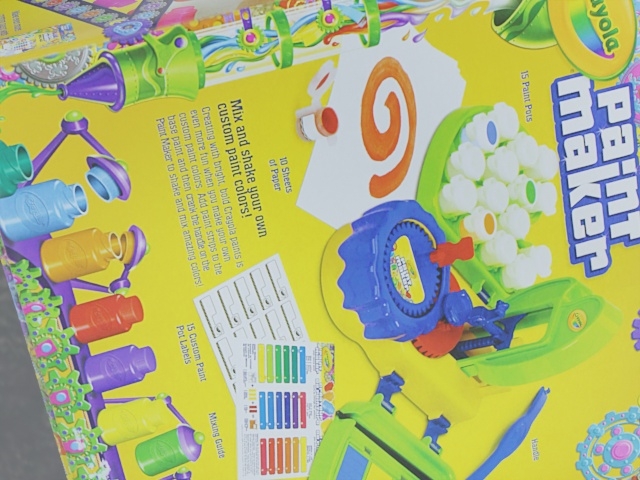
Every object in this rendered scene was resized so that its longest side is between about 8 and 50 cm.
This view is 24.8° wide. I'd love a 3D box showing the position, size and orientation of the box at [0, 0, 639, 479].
[{"bbox_3d":[0.000,0.000,0.684,0.279,0.290,0.177,-14,26,-8],"label":"box"}]
